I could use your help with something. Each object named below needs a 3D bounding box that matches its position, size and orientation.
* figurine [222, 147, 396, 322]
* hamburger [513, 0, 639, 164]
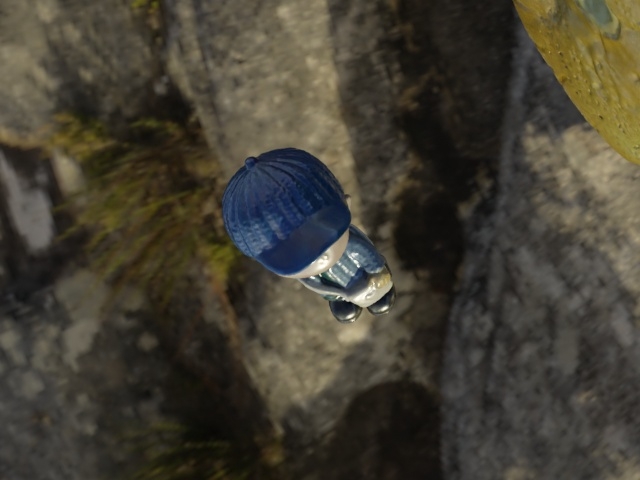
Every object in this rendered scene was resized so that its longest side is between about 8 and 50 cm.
[{"bbox_3d":[0.000,0.000,0.977,0.086,0.149,0.087,-11,62,26],"label":"figurine"},{"bbox_3d":[0.197,-0.127,0.788,0.189,0.122,0.215,53,166,14],"label":"hamburger"}]
